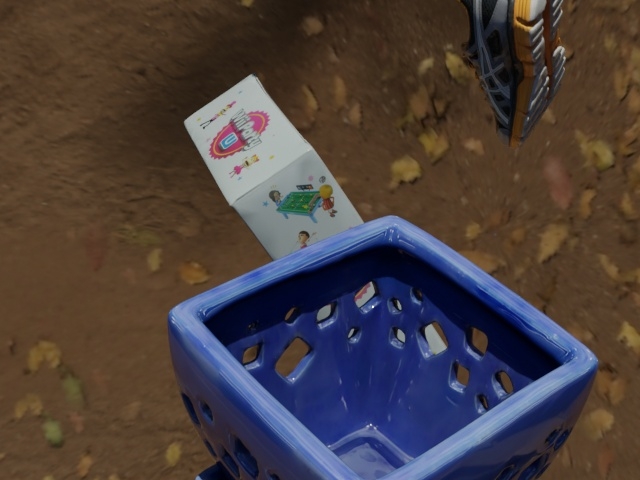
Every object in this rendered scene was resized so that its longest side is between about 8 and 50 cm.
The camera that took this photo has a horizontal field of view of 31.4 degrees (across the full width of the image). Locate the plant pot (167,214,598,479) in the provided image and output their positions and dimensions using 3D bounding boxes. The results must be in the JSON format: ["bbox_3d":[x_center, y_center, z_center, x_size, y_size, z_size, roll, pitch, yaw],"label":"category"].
[{"bbox_3d":[0.039,0.150,0.867,0.236,0.236,0.212,37,137,39],"label":"plant pot"}]

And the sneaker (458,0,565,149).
[{"bbox_3d":[0.171,-0.167,1.034,0.083,0.215,0.084,22,60,22],"label":"sneaker"}]

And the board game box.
[{"bbox_3d":[0.000,0.000,1.171,0.097,0.224,0.303,-35,121,0],"label":"board game box"}]
